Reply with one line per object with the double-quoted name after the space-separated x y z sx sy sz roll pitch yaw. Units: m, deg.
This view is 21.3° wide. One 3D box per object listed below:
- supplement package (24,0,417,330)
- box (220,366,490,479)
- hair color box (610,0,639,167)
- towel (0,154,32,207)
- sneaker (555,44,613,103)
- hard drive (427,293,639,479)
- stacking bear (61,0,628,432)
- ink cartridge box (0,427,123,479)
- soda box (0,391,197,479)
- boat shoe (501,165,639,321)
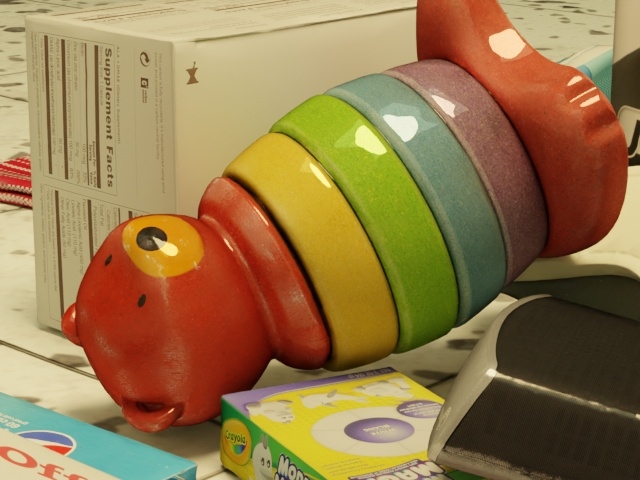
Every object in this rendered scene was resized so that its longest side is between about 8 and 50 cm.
-0.041 -0.052 1.102 0.262 0.204 0.145 -15 21 -43 "supplement package"
0.033 0.113 0.820 0.105 0.043 0.179 -8 19 -27 "box"
0.277 -0.124 1.054 0.114 0.374 0.185 -7 17 -25 "hair color box"
-0.157 -0.068 1.479 0.199 0.031 0.275 10 19 34 "towel"
0.145 -0.115 1.484 0.208 0.127 0.319 16 21 40 "sneaker"
0.150 0.079 0.816 0.172 0.054 0.255 16 9 12 "hard drive"
0.000 0.000 0.934 0.289 0.164 0.175 -28 53 -15 "stacking bear"
-0.068 0.152 0.490 0.154 0.093 0.212 26 11 -8 "ink cartridge box"
-0.153 0.113 0.763 0.210 0.067 0.071 13 20 37 "soda box"
0.222 0.020 0.997 0.319 0.099 0.116 8 57 50 "boat shoe"
